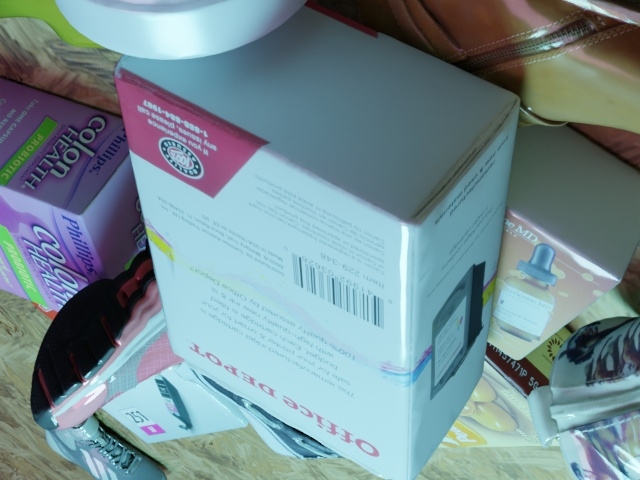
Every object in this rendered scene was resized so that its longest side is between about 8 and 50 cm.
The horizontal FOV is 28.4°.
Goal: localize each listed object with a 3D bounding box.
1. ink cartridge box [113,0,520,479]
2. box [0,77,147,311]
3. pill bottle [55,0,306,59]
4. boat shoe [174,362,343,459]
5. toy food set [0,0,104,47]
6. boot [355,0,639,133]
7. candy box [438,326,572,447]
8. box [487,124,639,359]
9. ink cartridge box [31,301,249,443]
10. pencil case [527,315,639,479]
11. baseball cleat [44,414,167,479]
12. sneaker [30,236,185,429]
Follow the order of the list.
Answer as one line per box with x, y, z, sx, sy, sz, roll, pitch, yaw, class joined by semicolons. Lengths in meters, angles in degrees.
0.000;0.000;0.861;0.226;0.131;0.306;28;149;22;ink cartridge box
-0.273;-0.035;1.247;0.243;0.117;0.213;19;148;21;box
-0.093;-0.274;0.623;0.210;0.210;0.363;21;148;19;pill bottle
-0.055;0.139;1.318;0.102;0.108;0.301;4;143;40;boat shoe
-0.185;-0.204;0.975;0.218;0.071;0.128;10;168;37;toy food set
0.159;-0.093;0.759;0.283;0.109;0.220;43;148;-15;boot
0.077;0.109;1.160;0.183;0.087;0.316;43;148;-24;candy box
0.143;-0.005;0.927;0.130;0.091;0.170;33;151;0;box
-0.227;0.147;1.539;0.239;0.060;0.275;41;149;-18;ink cartridge box
0.309;0.079;0.821;0.184;0.160;0.410;12;157;-21;pencil case
-0.319;0.310;1.859;0.206;0.072;0.109;23;143;9;baseball cleat
-0.128;0.074;1.135;0.136;0.314;0.116;39;-168;-34;sneaker
